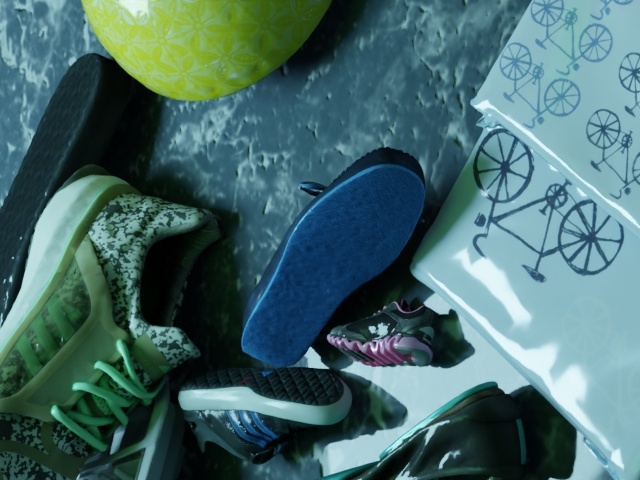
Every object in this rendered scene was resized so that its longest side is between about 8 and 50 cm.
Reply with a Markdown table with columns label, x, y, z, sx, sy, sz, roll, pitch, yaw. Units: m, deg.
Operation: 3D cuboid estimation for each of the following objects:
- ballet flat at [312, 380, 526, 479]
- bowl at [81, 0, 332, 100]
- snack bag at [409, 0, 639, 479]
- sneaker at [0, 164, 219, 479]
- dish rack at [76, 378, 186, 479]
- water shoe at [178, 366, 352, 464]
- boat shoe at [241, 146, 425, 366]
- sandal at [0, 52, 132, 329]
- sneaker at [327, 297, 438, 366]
| label | x | y | z | sx | sy | sz | roll | pitch | yaw |
| --- | --- | --- | --- | --- | --- | --- | --- | --- | --- |
| ballet flat | 0.061 | 0.213 | 1.523 | 0.280 | 0.095 | 0.096 | -34 | 74 | 38 |
| bowl | -0.132 | -0.289 | 1.685 | 0.289 | 0.156 | 0.289 | -12 | 67 | 31 |
| snack bag | 0.222 | -0.030 | 1.426 | 0.323 | 0.037 | 0.343 | 46 | 117 | 38 |
| sneaker | -0.208 | 0.116 | 1.715 | 0.182 | 0.158 | 0.410 | 2 | 66 | 32 |
| dish rack | -0.244 | 0.307 | 1.761 | 0.285 | 0.072 | 0.333 | -23 | 41 | 41 |
| water shoe | -0.042 | 0.162 | 1.664 | 0.203 | 0.073 | 0.080 | 2 | 113 | 45 |
| boat shoe | 0.000 | 0.000 | 1.597 | 0.258 | 0.109 | 0.089 | -45 | 21 | 34 |
| sandal | -0.286 | 0.027 | 1.887 | 0.446 | 0.107 | 0.167 | -63 | 27 | 3 |
| sneaker | 0.057 | 0.078 | 1.583 | 0.119 | 0.047 | 0.057 | 0 | 63 | 45 |
